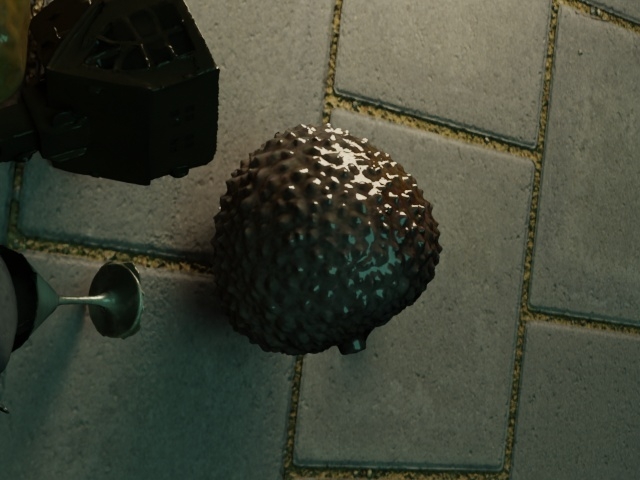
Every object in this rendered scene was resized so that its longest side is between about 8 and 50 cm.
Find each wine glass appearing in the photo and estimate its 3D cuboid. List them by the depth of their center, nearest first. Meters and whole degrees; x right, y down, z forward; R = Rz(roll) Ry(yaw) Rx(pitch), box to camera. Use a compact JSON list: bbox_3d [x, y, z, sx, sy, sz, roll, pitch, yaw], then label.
[{"bbox_3d":[-0.285,0.067,1.874,0.183,0.122,0.122,3,91,-50],"label":"wine glass"}]

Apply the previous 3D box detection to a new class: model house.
[{"bbox_3d":[-0.260,-0.169,1.854,0.243,0.211,0.204,-22,67,-16],"label":"model house"}]

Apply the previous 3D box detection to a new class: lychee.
[{"bbox_3d":[0.002,0.002,2.061,0.300,0.300,0.300,-5,97,-48],"label":"lychee"}]

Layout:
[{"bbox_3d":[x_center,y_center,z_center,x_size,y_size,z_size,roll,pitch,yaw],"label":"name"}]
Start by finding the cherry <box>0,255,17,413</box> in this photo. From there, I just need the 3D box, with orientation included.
[{"bbox_3d":[-0.419,0.083,1.648,0.296,0.218,0.255,49,65,-32],"label":"cherry"}]

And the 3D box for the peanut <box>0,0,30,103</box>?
[{"bbox_3d":[-0.360,-0.285,1.738,0.159,0.143,0.291,20,75,-57],"label":"peanut"}]
